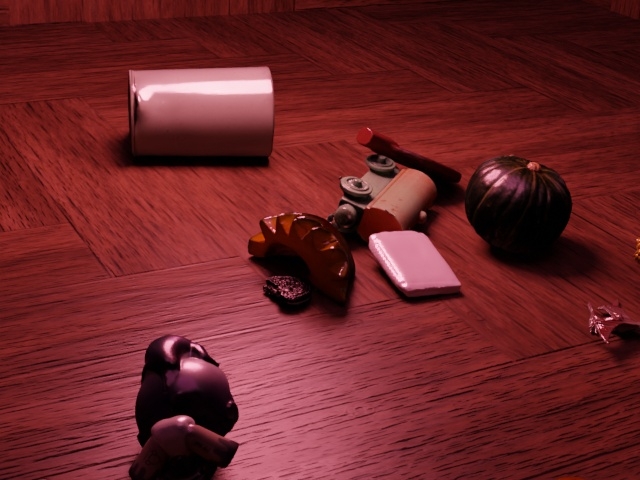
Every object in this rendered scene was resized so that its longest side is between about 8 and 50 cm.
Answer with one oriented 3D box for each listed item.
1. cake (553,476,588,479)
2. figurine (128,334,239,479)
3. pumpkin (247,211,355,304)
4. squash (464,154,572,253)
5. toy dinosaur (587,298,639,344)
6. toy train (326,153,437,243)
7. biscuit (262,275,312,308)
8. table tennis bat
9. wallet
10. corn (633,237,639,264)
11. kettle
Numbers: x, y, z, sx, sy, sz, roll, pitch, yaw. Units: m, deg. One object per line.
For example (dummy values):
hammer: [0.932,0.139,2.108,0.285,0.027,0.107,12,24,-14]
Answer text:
cake: [0.322,0.333,1.350,0.084,0.044,0.084,2,25,-1]
figurine: [-0.188,0.218,1.413,0.145,0.145,0.222,1,26,-7]
pumpkin: [0.000,0.000,1.917,0.149,0.130,0.254,-19,32,-39]
squash: [0.381,-0.070,2.077,0.218,0.172,0.218,8,19,-3]
toy dinosaur: [0.500,0.138,1.814,0.108,0.032,0.220,9,15,19]
toy train: [0.130,-0.075,2.142,0.177,0.116,0.285,24,28,12]
biscuit: [-0.058,0.087,1.839,0.089,0.027,0.087,9,24,8]
table tennis bat: [0.182,-0.181,2.291,0.200,0.038,0.310,21,2,40]
wallet: [0.167,0.042,1.946,0.124,0.032,0.183,-5,34,-21]
corn: [0.686,0.051,1.978,0.238,0.080,0.080,22,30,39]
kettle: [-0.274,-0.296,2.432,0.318,0.205,0.265,-4,28,-10]
